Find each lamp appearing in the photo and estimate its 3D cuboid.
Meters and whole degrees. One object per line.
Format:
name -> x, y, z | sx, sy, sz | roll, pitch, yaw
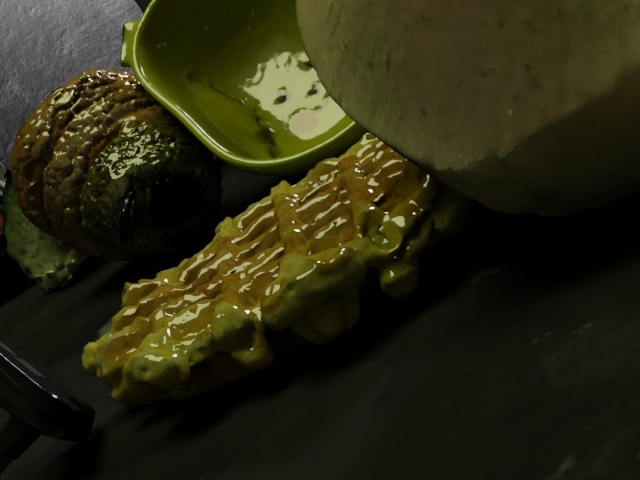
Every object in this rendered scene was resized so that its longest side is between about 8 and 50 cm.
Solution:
lamp -> -0.277, 0.160, 1.000 | 0.283, 0.124, 0.203 | -35, -8, 0

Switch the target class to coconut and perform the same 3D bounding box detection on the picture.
coconut -> 0.107, -0.143, 0.804 | 0.259, 0.259, 0.259 | -31, 13, 8

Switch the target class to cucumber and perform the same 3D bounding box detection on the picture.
cucumber -> -0.207, -0.084, 1.658 | 0.105, 0.145, 0.325 | -9, 21, 44

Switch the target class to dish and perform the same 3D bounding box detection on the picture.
dish -> -0.034, -0.154, 1.376 | 0.262, 0.108, 0.221 | 33, 79, 29

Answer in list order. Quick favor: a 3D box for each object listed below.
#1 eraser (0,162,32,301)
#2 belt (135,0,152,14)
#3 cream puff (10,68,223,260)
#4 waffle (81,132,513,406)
eraser -> -0.466, 0.046, 1.713 | 0.332, 0.155, 0.101 | -32, 14, 0
belt -> -0.040, -0.308, 1.612 | 0.347, 0.117, 0.212 | -35, -3, 31
cream puff -> -0.166, -0.048, 1.381 | 0.183, 0.183, 0.169 | -35, 38, -13
waffle -> 0.000, 0.000, 0.974 | 0.302, 0.068, 0.325 | -20, 20, 46
